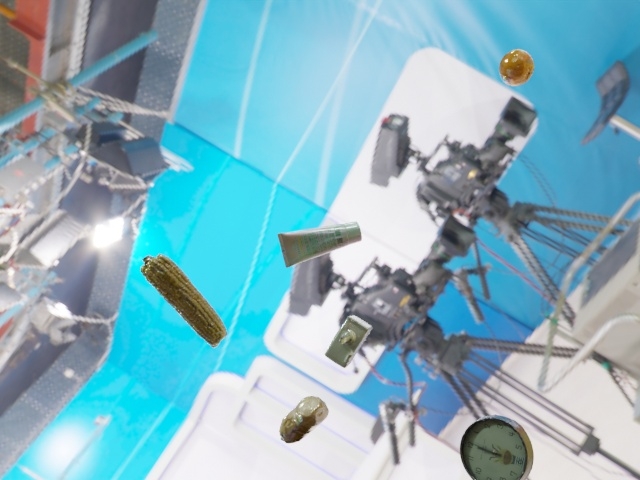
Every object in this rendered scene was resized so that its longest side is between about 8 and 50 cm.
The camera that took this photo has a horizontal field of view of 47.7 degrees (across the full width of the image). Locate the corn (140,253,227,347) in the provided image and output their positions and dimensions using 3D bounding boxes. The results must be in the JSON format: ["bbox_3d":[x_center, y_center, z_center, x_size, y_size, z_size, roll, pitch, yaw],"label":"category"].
[{"bbox_3d":[-0.378,0.162,2.017,0.097,0.319,0.097,-40,5,4],"label":"corn"}]

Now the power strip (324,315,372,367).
[{"bbox_3d":[0.043,0.156,1.126,0.075,0.042,0.175,-58,-9,-2],"label":"power strip"}]

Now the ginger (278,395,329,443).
[{"bbox_3d":[-0.036,0.413,1.686,0.095,0.069,0.190,-29,-17,-48],"label":"ginger"}]

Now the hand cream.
[{"bbox_3d":[0.000,0.000,1.553,0.174,0.076,0.047,-15,4,-9],"label":"hand cream"}]

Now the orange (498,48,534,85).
[{"bbox_3d":[0.451,-0.396,1.664,0.083,0.070,0.083,-22,-46,-25],"label":"orange"}]

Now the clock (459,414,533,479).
[{"bbox_3d":[0.434,0.528,1.798,0.040,0.184,0.184,15,-71,-55],"label":"clock"}]
